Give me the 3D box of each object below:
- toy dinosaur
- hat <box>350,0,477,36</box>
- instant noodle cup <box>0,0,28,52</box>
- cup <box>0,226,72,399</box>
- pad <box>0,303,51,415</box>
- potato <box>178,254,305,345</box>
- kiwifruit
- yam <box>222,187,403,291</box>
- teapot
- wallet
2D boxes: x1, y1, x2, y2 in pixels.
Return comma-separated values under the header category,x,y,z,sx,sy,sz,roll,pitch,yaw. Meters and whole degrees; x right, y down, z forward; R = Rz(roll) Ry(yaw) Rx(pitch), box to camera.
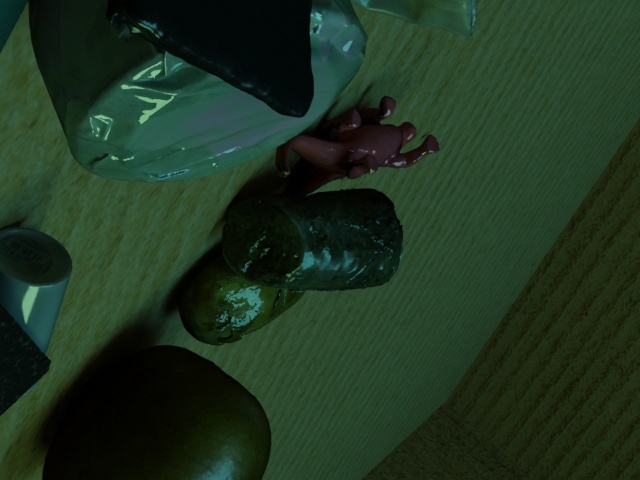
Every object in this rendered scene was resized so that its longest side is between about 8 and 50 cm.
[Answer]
category,x,y,z,sx,sy,sz,roll,pitch,yaw
toy dinosaur,0.000,-0.072,1.588,0.139,0.070,0.286,-29,175,37
hat,0.074,-0.237,1.116,0.226,0.164,0.219,-56,157,18
instant noodle cup,-0.211,-0.101,0.781,0.179,0.070,0.157,-55,164,28
cup,-0.221,0.044,1.176,0.104,0.074,0.116,-72,-173,-56
pad,-0.298,0.089,1.010,0.220,0.004,0.330,-43,154,-12
potato,-0.071,0.047,1.609,0.107,0.080,0.170,-43,174,37
kiwifruit,-0.162,0.216,1.550,0.234,0.196,0.196,-48,167,-11
yam,0.000,0.000,1.553,0.183,0.107,0.107,-3,136,-44
teapot,-0.093,-0.138,0.839,0.163,0.178,0.221,-32,160,21
wallet,-0.037,-0.204,0.706,0.146,0.030,0.285,21,67,-56
